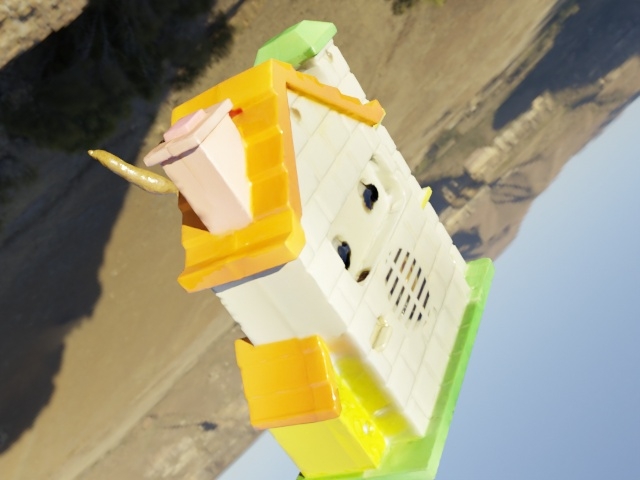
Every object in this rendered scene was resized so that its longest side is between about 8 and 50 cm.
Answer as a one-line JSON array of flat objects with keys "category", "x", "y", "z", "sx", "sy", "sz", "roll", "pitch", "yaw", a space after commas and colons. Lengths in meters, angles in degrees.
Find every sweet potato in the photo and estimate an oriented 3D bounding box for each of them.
[{"category": "sweet potato", "x": -0.212, "y": -0.076, "z": 0.918, "sx": 0.026, "sy": 0.115, "sz": 0.026, "roll": -55, "pitch": -162, "yaw": 28}]

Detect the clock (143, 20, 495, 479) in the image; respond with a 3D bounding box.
[{"category": "clock", "x": 0.000, "y": 0.000, "z": 0.552, "sx": 0.106, "sy": 0.255, "sz": 0.219, "roll": -19, "pitch": -155, "yaw": 34}]
